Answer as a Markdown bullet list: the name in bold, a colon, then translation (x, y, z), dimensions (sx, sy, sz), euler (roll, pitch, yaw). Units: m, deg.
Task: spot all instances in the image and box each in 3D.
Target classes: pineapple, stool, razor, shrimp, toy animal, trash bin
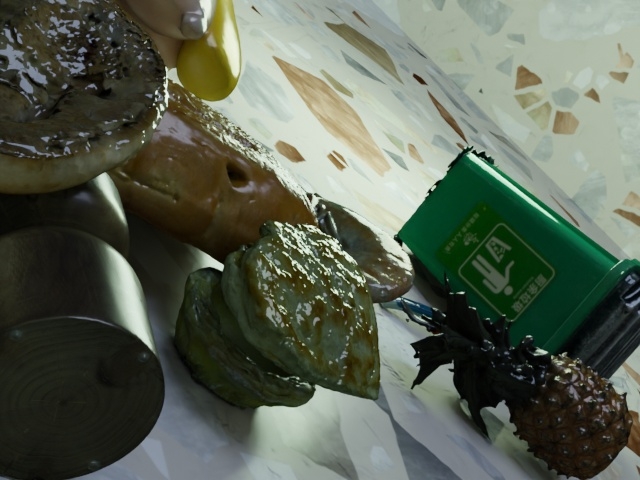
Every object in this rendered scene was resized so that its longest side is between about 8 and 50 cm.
- **pineapple**: translation (0.252, 0.187, 1.993), dimensions (0.364, 0.165, 0.165), euler (33, 21, -19)
- **stool**: translation (-0.242, 0.056, 1.277), dimensions (0.179, 0.179, 0.264), euler (29, 22, -33)
- **razor**: translation (0.166, 0.119, 2.153), dimensions (0.191, 0.037, 0.068), euler (31, 23, -29)
- **shrimp**: translation (0.000, 0.000, 2.022), dimensions (0.168, 0.077, 0.317), euler (-14, 36, -38)
- **toy animal**: translation (-0.251, -0.307, 2.041), dimensions (0.345, 0.246, 0.278), euler (-55, 129, -83)
- **trash bin**: translation (0.334, 0.051, 2.303), dimensions (0.381, 0.259, 0.295), euler (45, 12, 21)

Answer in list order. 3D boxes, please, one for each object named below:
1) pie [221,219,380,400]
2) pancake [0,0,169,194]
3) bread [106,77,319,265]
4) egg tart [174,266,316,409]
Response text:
- **pie**: translation (-0.016, 0.077, 1.565), dimensions (0.248, 0.090, 0.201), euler (27, 42, -50)
- **pancake**: translation (-0.316, -0.168, 1.328), dimensions (0.387, 0.082, 0.387), euler (17, 35, -12)
- **bread**: translation (-0.155, -0.092, 1.707), dimensions (0.328, 0.148, 0.337), euler (29, 7, -25)
- **egg tart**: translation (-0.087, 0.119, 1.599), dimensions (0.197, 0.078, 0.197), euler (38, 21, -17)
